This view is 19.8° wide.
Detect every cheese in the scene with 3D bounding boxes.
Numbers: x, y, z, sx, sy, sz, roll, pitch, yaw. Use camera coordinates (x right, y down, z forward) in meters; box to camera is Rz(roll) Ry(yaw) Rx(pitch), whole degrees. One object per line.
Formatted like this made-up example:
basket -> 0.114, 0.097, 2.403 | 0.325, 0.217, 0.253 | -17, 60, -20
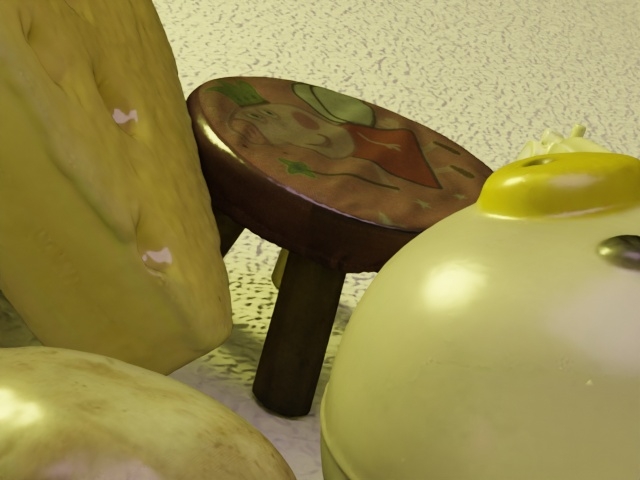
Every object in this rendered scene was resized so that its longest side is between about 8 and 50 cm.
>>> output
cheese -> -0.204, -0.115, 1.198 | 0.384, 0.104, 0.384 | 56, 15, -24

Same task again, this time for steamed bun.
steamed bun -> 0.173, 0.117, 1.133 | 0.334, 0.334, 0.374 | 32, 29, 27

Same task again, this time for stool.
stool -> 0.000, 0.000, 1.425 | 0.272, 0.179, 0.272 | 17, 22, -7

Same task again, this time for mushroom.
mushroom -> -0.130, 0.152, 0.953 | 0.254, 0.184, 0.255 | 15, 25, -7

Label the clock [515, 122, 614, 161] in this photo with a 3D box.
clock -> 0.335, -0.012, 1.805 | 0.379, 0.120, 0.276 | 17, 11, -31
